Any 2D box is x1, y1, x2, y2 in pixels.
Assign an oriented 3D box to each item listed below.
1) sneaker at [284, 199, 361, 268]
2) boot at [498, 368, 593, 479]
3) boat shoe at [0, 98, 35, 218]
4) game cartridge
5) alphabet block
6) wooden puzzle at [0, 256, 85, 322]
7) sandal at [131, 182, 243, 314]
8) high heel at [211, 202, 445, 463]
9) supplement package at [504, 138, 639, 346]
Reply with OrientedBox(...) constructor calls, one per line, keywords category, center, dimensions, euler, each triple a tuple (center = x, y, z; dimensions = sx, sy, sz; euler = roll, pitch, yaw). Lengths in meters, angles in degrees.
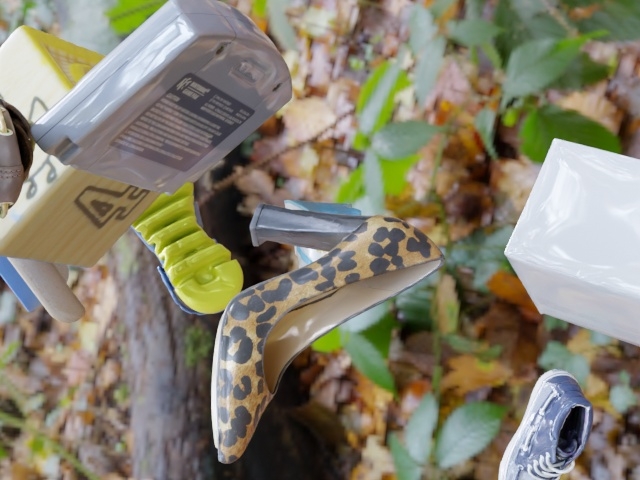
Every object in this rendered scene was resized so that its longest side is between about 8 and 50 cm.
OrientedBox(category="sneaker", center=(0.000, 0.000, 1.485), dimensions=(0.228, 0.087, 0.092), euler=(-119, 31, -82))
OrientedBox(category="boot", center=(0.256, 0.247, 1.421), dimensions=(0.086, 0.069, 0.190), euler=(-108, 29, -71))
OrientedBox(category="boat shoe", center=(-0.293, -0.072, 1.059), dimensions=(0.324, 0.097, 0.116), euler=(-146, 58, -78))
OrientedBox(category="game cartridge", center=(-0.130, -0.133, 1.179), dimensions=(0.198, 0.297, 0.062), euler=(-44, 77, 7))
OrientedBox(category="alphabet block", center=(-0.309, -0.104, 1.471), dimensions=(0.197, 0.193, 0.192), euler=(-46, 69, 15))
OrientedBox(category="wooden puzzle", center=(-0.449, -0.032, 1.687), dimensions=(0.080, 0.322, 0.348), euler=(-36, 14, -7))
OrientedBox(category="sandal", center=(-0.221, -0.005, 1.889), dimensions=(0.138, 0.126, 0.317), euler=(93, 152, -65))
OrientedBox(category="high heel", center=(0.006, 0.088, 1.139), dimensions=(0.093, 0.186, 0.261), euler=(77, -156, -64))
OrientedBox(category="supplement package", center=(0.337, 0.014, 1.380), dimensions=(0.194, 0.203, 0.149), euler=(18, 76, 27))
